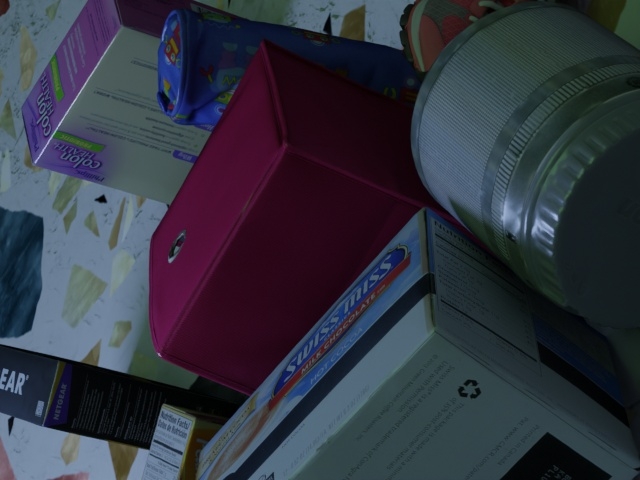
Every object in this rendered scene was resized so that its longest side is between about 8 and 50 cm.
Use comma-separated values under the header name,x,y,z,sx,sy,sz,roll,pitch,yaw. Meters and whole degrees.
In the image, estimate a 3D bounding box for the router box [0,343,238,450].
name,x,y,z,sx,sy,sz,roll,pitch,yaw
router box,-0.281,0.191,2.336,0.309,0.243,0.081,6,81,59

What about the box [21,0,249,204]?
name,x,y,z,sx,sy,sz,roll,pitch,yaw
box,-0.224,-0.188,2.448,0.243,0.214,0.117,-53,37,30

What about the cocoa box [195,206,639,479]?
name,x,y,z,sx,sy,sz,roll,pitch,yaw
cocoa box,0.073,0.194,1.703,0.347,0.231,0.228,-48,18,21

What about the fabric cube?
name,x,y,z,sx,sy,sz,roll,pitch,yaw
fabric cube,0.000,0.000,1.928,0.258,0.259,0.254,-59,19,23

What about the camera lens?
name,x,y,z,sx,sy,sz,roll,pitch,yaw
camera lens,0.222,-0.072,1.693,0.219,0.219,0.274,-64,33,15

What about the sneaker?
name,x,y,z,sx,sy,sz,roll,pitch,yaw
sneaker,0.174,-0.240,1.885,0.136,0.116,0.313,-27,30,37

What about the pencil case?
name,x,y,z,sx,sy,sz,roll,pitch,yaw
pencil case,-0.025,-0.161,2.056,0.119,0.306,0.133,-121,43,-65

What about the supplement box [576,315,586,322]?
name,x,y,z,sx,sy,sz,roll,pitch,yaw
supplement box,0.193,0.078,1.825,0.083,0.056,0.083,-59,34,23

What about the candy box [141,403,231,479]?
name,x,y,z,sx,sy,sz,roll,pitch,yaw
candy box,-0.116,0.348,2.061,0.087,0.183,0.316,12,86,57
